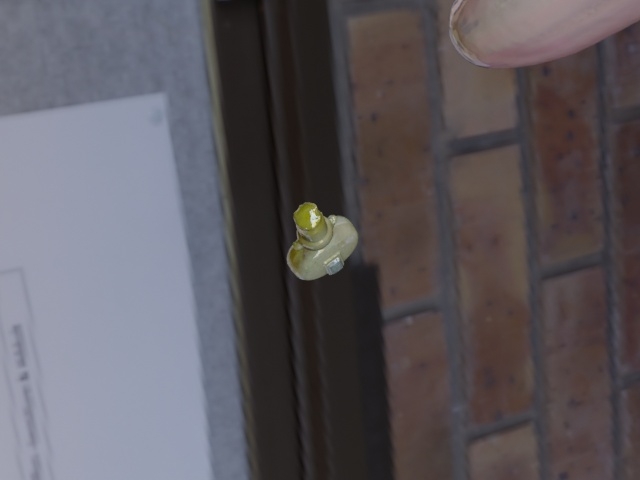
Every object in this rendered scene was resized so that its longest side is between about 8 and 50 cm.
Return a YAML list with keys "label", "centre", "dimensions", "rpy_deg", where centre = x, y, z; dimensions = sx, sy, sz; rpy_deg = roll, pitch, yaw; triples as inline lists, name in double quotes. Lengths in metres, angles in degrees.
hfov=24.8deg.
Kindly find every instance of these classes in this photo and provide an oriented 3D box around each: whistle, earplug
- label: "whistle"
  centre: [0.000, 0.000, 1.931]
  dimensions: [0.057, 0.104, 0.198]
  rpy_deg: [53, 175, 16]
- label: "earplug"
  centre: [0.252, -0.256, 1.369]
  dimensions: [0.301, 0.172, 0.172]
  rpy_deg: [-30, 73, 25]
